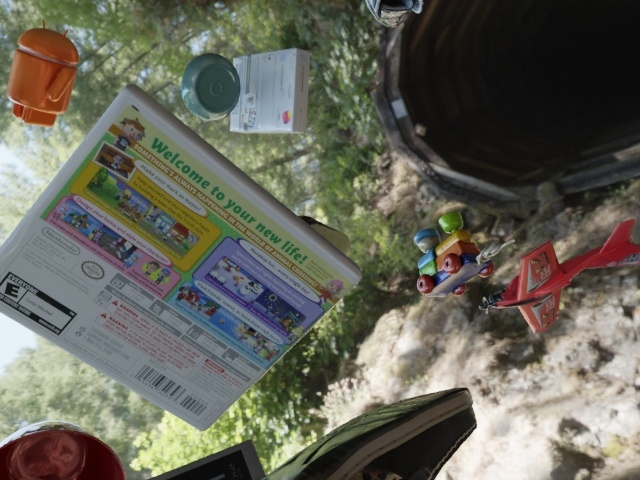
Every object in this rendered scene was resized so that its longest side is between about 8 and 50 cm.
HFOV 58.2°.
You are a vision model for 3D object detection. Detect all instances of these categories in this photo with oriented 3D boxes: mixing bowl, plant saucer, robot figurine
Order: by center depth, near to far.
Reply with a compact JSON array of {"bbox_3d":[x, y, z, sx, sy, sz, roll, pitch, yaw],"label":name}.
[{"bbox_3d":[-0.344,0.297,0.721,0.181,0.098,0.182,-6,-75,-24],"label":"mixing bowl"},{"bbox_3d":[-0.191,-0.274,1.033,0.119,0.021,0.120,-15,-65,-35],"label":"plant saucer"},{"bbox_3d":[-0.601,-0.361,1.251,0.128,0.158,0.220,15,-76,-20],"label":"robot figurine"}]

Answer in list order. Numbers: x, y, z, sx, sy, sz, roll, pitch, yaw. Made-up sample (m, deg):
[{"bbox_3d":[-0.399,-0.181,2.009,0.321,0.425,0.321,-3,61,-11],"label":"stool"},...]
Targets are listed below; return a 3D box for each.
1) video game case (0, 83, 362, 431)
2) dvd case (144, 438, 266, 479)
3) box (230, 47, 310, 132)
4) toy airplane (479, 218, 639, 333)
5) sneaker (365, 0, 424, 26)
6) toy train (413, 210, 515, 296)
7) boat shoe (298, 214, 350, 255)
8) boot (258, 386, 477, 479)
[{"bbox_3d":[-0.109,0.028,0.425,0.212,0.193,0.023,39,-165,-20],"label":"video game case"},{"bbox_3d":[-0.151,0.332,0.592,0.238,0.030,0.179,-16,-126,-21],"label":"dvd case"},{"bbox_3d":[-0.098,-0.275,1.075,0.038,0.186,0.145,-3,-81,-44],"label":"box"},{"bbox_3d":[0.201,0.026,0.471,0.151,0.151,0.028,29,-144,-43],"label":"toy airplane"},{"bbox_3d":[0.142,-0.468,1.125,0.282,0.099,0.153,59,-159,-73],"label":"sneaker"},{"bbox_3d":[0.278,0.002,1.132,0.105,0.248,0.144,5,-123,-28],"label":"toy train"},{"bbox_3d":[0.001,-0.002,0.810,0.049,0.042,0.133,-58,-34,3],"label":"boat shoe"},{"bbox_3d":[0.064,0.330,0.546,0.377,0.138,0.284,-19,-100,-41],"label":"boot"}]
